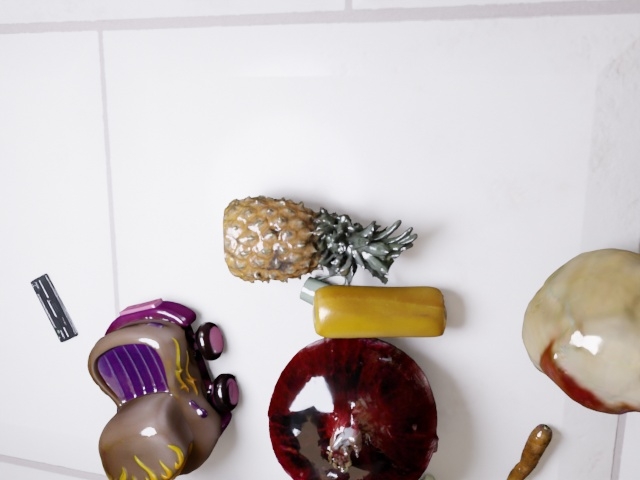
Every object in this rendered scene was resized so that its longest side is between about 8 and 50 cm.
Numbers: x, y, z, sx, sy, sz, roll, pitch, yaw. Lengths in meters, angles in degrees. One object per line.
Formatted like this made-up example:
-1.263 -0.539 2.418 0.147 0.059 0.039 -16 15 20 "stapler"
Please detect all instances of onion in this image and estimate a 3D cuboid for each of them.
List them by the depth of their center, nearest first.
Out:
0.052 0.313 1.052 0.314 0.232 0.314 -1 82 10 "onion"

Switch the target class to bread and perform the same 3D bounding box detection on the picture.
0.106 0.121 1.044 0.239 0.074 0.093 0 63 -3 "bread"

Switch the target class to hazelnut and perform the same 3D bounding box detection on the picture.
0.451 0.140 0.925 0.241 0.261 0.261 20 109 -22 "hazelnut"

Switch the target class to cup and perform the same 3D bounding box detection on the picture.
0.011 0.096 1.115 0.083 0.054 0.075 24 108 13 "cup"

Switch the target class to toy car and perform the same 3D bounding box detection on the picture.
-0.328 0.304 1.161 0.271 0.240 0.341 -16 99 17 "toy car"

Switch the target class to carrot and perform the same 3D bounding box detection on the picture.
0.372 0.399 1.081 0.035 0.035 0.165 23 109 11 "carrot"

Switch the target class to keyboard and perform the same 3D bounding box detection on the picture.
-0.591 0.150 1.330 0.053 0.010 0.155 -24 93 19 "keyboard"

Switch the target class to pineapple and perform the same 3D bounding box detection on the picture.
0.000 0.000 1.058 0.340 0.169 0.169 0 101 10 "pineapple"

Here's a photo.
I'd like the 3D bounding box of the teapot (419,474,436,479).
0.140 0.527 1.154 0.200 0.077 0.107 -44 81 20 "teapot"
